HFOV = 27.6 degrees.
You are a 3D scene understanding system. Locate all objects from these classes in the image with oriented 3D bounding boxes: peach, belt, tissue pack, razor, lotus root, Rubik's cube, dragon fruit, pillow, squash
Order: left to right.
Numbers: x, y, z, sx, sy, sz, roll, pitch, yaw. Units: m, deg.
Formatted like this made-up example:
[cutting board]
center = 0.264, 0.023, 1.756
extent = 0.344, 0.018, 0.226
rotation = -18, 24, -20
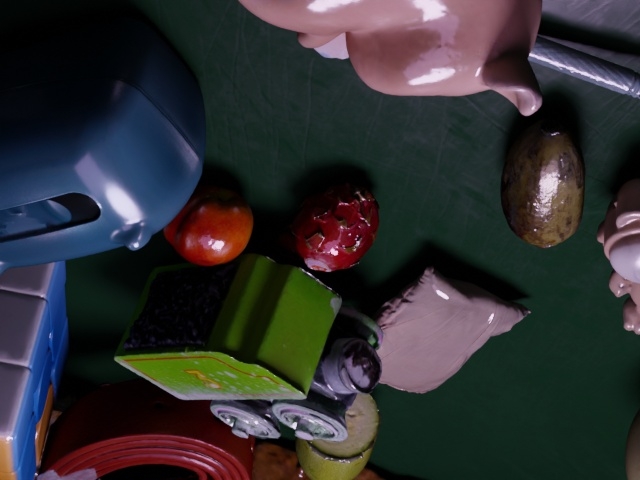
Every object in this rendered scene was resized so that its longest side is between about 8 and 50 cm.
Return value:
[Rubik's cube]
center = -0.485, 0.163, 1.630
extent = 0.291, 0.290, 0.291
rotation = 10, 145, -4
[tissue pack]
center = -0.269, -0.086, 1.316
extent = 0.288, 0.206, 0.198
rotation = -11, 140, 22
[belt]
center = -0.246, 0.301, 1.767
extent = 0.324, 0.115, 0.227
rotation = -16, 127, 15
[peach]
center = -0.127, -0.014, 1.485
extent = 0.101, 0.100, 0.100
rotation = 5, 145, 3
[dragon fruit]
center = 0.000, 0.000, 1.495
extent = 0.094, 0.094, 0.190
rotation = 25, 146, -23
[squash]
center = 0.023, 0.293, 1.880
extent = 0.123, 0.123, 0.186
rotation = 7, 148, 0
[pillow]
center = 0.140, 0.119, 1.652
extent = 0.173, 0.067, 0.270
rotation = 17, 145, -22
[lotus root]
center = 0.232, -0.056, 1.368
extent = 0.081, 0.089, 0.179
rotation = -33, 144, -19
[razor]
center = 0.243, -0.172, 1.241
extent = 0.232, 0.068, 0.106
rotation = 20, 142, -6

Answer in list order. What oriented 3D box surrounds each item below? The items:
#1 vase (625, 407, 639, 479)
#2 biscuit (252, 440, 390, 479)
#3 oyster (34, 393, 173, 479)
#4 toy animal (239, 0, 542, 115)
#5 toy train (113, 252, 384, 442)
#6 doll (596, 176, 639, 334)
[vase]
center = 0.566, 0.287, 1.716
extent = 0.329, 0.240, 0.302
rotation = -27, 152, 2
[biscuit]
center = -0.039, 0.488, 2.119
extent = 0.343, 0.166, 0.395
rotation = 16, 144, -19
[oyster]
center = -0.277, 0.303, 1.931
extent = 0.337, 0.133, 0.197
rotation = 10, 147, -14
[toy animal]
center = 0.056, -0.215, 1.092
extent = 0.213, 0.195, 0.256
rotation = -17, 142, 42
[toy train]
center = -0.079, 0.129, 1.584
extent = 0.249, 0.173, 0.307
rotation = 37, 152, -31
[doll]
center = 0.389, 0.025, 1.437
extent = 0.154, 0.119, 0.278
rotation = -2, 149, 18
